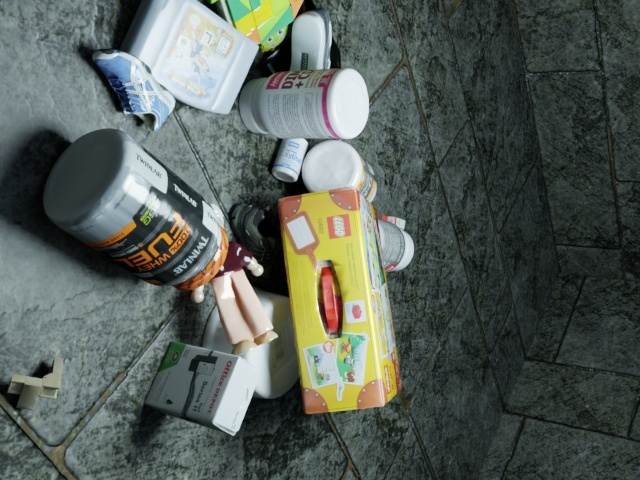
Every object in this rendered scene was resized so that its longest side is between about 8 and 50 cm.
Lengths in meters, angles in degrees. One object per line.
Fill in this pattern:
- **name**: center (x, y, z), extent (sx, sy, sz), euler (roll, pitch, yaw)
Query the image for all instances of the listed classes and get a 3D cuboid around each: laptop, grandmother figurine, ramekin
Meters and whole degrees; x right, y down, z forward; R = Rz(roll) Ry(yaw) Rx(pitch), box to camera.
- **laptop**: center (-0.047, -0.486, 1.922), extent (0.234, 0.136, 0.264), euler (53, 27, -46)
- **grandmother figurine**: center (-0.204, 0.075, 1.598), extent (0.208, 0.104, 0.342), euler (-20, 85, -58)
- **ramekin**: center (-0.146, 0.254, 1.769), extent (0.277, 0.135, 0.277), euler (-12, 104, -55)

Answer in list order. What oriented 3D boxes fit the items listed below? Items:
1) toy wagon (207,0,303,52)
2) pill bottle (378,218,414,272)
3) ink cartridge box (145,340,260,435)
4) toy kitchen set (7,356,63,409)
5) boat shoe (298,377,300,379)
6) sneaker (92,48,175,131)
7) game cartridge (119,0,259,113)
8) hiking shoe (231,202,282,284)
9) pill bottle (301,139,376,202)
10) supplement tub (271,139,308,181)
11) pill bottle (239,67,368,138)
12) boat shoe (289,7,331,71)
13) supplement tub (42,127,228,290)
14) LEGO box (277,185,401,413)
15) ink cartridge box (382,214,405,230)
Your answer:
- **toy wagon**: center (-0.127, -0.552, 1.636), extent (0.267, 0.068, 0.344), euler (-38, 152, -12)
- **pill bottle**: center (0.159, 0.013, 2.160), extent (0.283, 0.161, 0.161), euler (14, 83, -55)
- **ink cartridge box**: center (-0.253, 0.314, 1.553), extent (0.087, 0.208, 0.153), euler (46, 57, -48)
- **toy kitchen set**: center (-0.523, 0.258, 1.316), extent (0.083, 0.075, 0.068), euler (15, 123, -24)
- **boat shoe**: center (-0.050, 0.322, 1.953), extent (0.257, 0.095, 0.095), euler (-47, 131, -42)
- **sneaker**: center (-0.366, -0.296, 1.418), extent (0.211, 0.080, 0.081), euler (42, 58, -49)
- **game cartridge**: center (-0.271, -0.390, 1.523), extent (0.297, 0.062, 0.198), euler (23, 87, -51)
- **hiking shoe**: center (-0.141, 0.017, 1.761), extent (0.086, 0.114, 0.227), euler (-45, 130, -42)
- **pill bottle**: center (0.062, -0.166, 1.952), extent (0.278, 0.162, 0.162), euler (20, 77, -72)
- **supplement tub**: center (-0.079, -0.211, 1.862), extent (0.071, 0.071, 0.107), euler (38, 63, -51)
- **pill bottle**: center (-0.043, -0.321, 1.708), extent (0.160, 0.283, 0.160), euler (-11, 104, -55)
- **boat shoe**: center (-0.027, -0.431, 1.809), extent (0.102, 0.108, 0.301), euler (-47, 150, -48)
- **supplement tub**: center (-0.337, -0.044, 1.383), extent (0.338, 0.207, 0.207), euler (43, 60, -49)
- **LEGO box**: center (0.058, 0.151, 1.806), extent (0.372, 0.193, 0.500), euler (24, 58, -76)
- **ink cartridge box**: center (0.239, -0.046, 2.388), extent (0.115, 0.029, 0.063), euler (15, 83, -56)
